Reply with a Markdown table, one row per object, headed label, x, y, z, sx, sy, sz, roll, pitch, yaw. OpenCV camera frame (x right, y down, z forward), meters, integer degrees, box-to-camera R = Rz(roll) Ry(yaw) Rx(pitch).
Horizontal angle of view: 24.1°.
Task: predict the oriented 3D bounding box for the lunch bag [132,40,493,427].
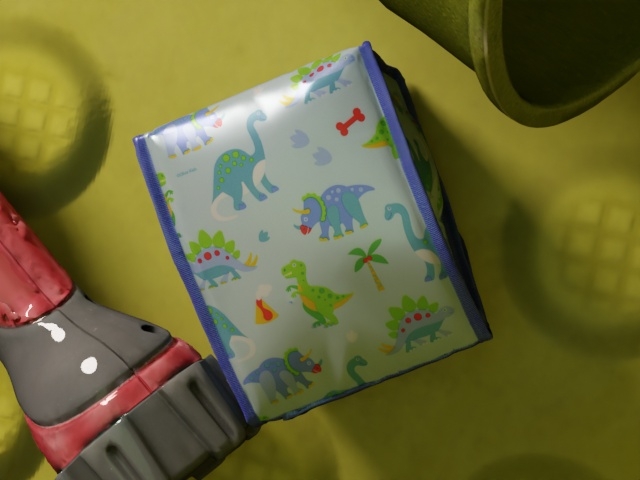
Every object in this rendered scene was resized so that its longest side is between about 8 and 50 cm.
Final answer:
| label | x | y | z | sx | sy | sz | roll | pitch | yaw |
| --- | --- | --- | --- | --- | --- | --- | --- | --- | --- |
| lunch bag | 0.000 | 0.000 | 0.725 | 0.128 | 0.096 | 0.151 | -22 | 79 | 12 |

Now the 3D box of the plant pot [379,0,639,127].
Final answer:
| label | x | y | z | sx | sy | sz | roll | pitch | yaw |
| --- | --- | --- | --- | --- | --- | --- | --- | --- | --- |
| plant pot | 0.032 | -0.292 | 0.592 | 0.353 | 0.366 | 0.366 | 35 | 100 | 19 |

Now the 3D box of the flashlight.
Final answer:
| label | x | y | z | sx | sy | sz | roll | pitch | yaw |
| --- | --- | --- | --- | --- | --- | --- | --- | --- | --- |
| flashlight | -0.161 | 0.008 | 0.756 | 0.103 | 0.103 | 0.304 | -40 | 86 | 15 |
